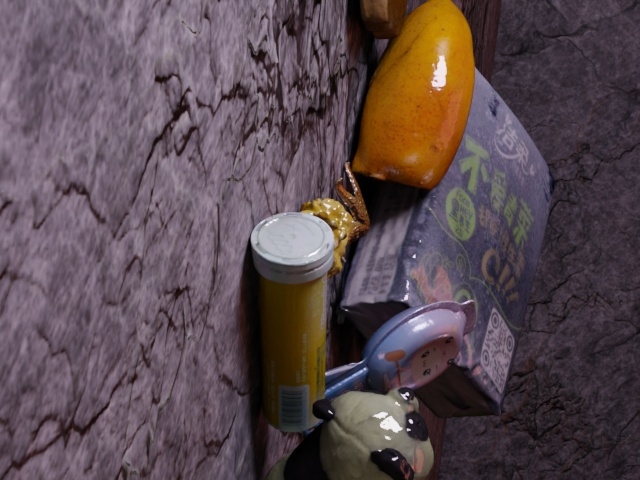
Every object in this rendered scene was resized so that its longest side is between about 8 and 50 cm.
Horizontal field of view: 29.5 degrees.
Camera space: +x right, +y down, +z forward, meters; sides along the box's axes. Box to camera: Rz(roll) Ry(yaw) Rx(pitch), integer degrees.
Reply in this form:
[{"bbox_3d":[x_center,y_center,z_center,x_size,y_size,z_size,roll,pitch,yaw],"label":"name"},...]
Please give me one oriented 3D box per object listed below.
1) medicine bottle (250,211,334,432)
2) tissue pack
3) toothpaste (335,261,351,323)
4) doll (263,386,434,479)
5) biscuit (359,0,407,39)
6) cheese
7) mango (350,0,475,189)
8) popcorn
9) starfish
[{"bbox_3d":[-0.026,0.081,1.116,0.074,0.074,0.218,-69,164,-49],"label":"medicine bottle"},{"bbox_3d":[0.184,0.000,1.620,0.288,0.124,0.394,48,49,-39],"label":"tissue pack"},{"bbox_3d":[0.033,0.067,1.517,0.027,0.019,0.083,47,45,-39],"label":"toothpaste"},{"bbox_3d":[0.027,0.227,1.127,0.234,0.135,0.143,-48,-125,35],"label":"doll"},{"bbox_3d":[0.087,-0.351,1.431,0.183,0.047,0.319,89,14,-53],"label":"biscuit"},{"bbox_3d":[0.079,0.141,1.393,0.245,0.052,0.135,-29,140,-16],"label":"cheese"},{"bbox_3d":[0.121,-0.179,1.480,0.154,0.126,0.252,121,-14,-77],"label":"mango"},{"bbox_3d":[0.000,0.000,1.217,0.083,0.057,0.082,-63,165,-67],"label":"popcorn"},{"bbox_3d":[0.039,-0.027,1.428,0.130,0.041,0.133,31,67,-79],"label":"starfish"}]
